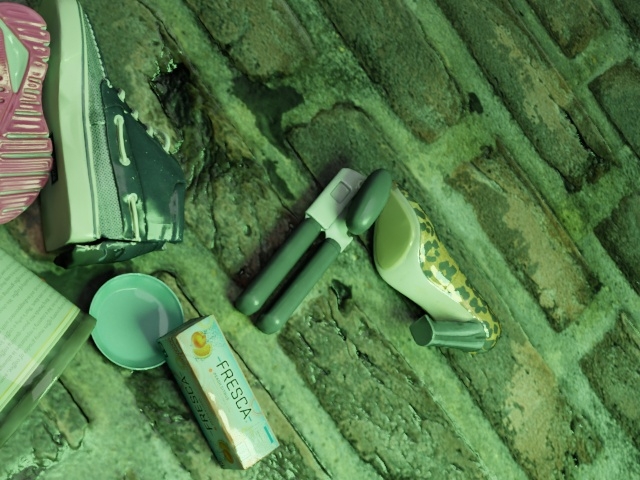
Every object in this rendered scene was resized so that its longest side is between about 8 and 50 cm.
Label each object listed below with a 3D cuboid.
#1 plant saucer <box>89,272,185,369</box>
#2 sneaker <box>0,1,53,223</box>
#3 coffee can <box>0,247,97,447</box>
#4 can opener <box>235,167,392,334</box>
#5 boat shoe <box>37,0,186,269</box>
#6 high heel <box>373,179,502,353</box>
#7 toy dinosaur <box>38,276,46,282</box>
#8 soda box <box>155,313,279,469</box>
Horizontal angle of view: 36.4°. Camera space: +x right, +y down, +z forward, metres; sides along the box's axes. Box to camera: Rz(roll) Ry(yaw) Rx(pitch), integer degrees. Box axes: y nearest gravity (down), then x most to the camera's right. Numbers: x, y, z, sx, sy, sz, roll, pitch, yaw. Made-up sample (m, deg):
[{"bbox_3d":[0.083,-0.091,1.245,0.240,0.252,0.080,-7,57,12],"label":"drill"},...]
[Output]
[{"bbox_3d":[-0.224,0.099,1.179,0.119,0.021,0.119,10,67,-26],"label":"plant saucer"},{"bbox_3d":[-0.375,-0.145,1.140,0.103,0.111,0.252,6,91,-35],"label":"sneaker"},{"bbox_3d":[-0.397,0.075,0.982,0.275,0.201,0.201,41,58,-11],"label":"coffee can"},{"bbox_3d":[0.000,0.000,1.296,0.076,0.095,0.283,44,57,-8],"label":"can opener"},{"bbox_3d":[-0.260,-0.133,1.197,0.158,0.127,0.341,0,80,-36],"label":"boat shoe"},{"bbox_3d":[0.171,0.040,1.403,0.186,0.093,0.261,10,58,-45],"label":"high heel"},{"bbox_3d":[-0.323,0.085,1.131,0.090,0.047,0.082,49,33,-50],"label":"toy dinosaur"},{"bbox_3d":[-0.123,0.183,1.166,0.058,0.063,0.183,-30,97,-34],"label":"soda box"}]
